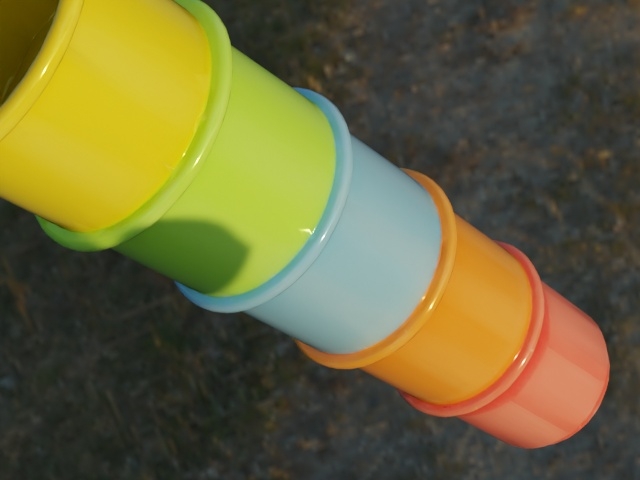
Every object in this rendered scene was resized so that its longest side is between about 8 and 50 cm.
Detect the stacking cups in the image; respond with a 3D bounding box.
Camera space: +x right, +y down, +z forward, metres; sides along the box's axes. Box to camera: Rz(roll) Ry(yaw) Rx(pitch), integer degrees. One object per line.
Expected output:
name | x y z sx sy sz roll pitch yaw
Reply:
stacking cups | 0.000 0.000 0.606 0.096 0.316 0.096 -25 50 34
